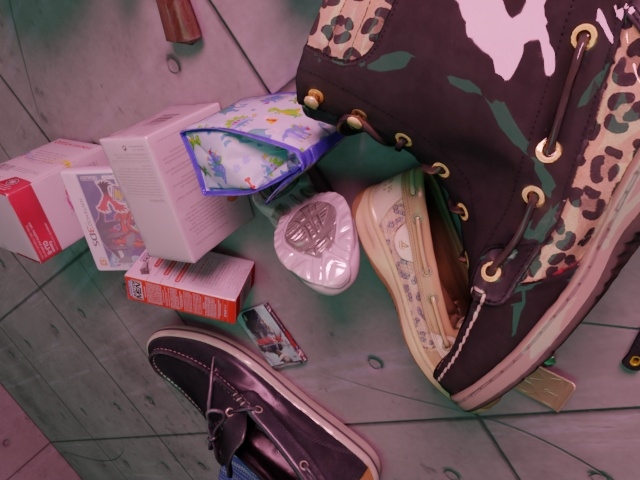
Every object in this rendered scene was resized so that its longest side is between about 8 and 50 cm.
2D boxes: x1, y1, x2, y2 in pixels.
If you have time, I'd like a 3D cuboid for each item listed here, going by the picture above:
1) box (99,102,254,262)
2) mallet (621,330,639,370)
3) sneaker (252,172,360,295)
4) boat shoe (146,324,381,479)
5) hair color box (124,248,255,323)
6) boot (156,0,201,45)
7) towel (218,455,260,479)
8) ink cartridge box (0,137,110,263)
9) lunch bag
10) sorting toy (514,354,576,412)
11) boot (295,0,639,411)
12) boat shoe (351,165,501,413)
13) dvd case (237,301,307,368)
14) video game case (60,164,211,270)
[{"bbox_3d":[-0.180,-0.077,0.674,0.091,0.130,0.171,6,123,33],"label":"box"},{"bbox_3d":[0.327,0.058,0.465,0.062,0.039,0.190,13,131,27],"label":"mallet"},{"bbox_3d":[0.000,0.000,0.584,0.115,0.090,0.232,57,-178,-33],"label":"sneaker"},{"bbox_3d":[-0.134,0.319,0.907,0.500,0.156,0.187,31,136,17],"label":"boat shoe"},{"bbox_3d":[-0.192,0.059,0.772,0.167,0.093,0.053,14,128,5],"label":"hair color box"},{"bbox_3d":[-0.195,-0.285,0.609,0.106,0.037,0.114,11,130,34],"label":"boot"},{"bbox_3d":[-0.131,0.557,1.154,0.243,0.040,0.336,31,134,16],"label":"towel"},{"bbox_3d":[-0.439,-0.072,0.839,0.128,0.176,0.127,14,130,30],"label":"ink cartridge box"},{"bbox_3d":[-0.047,-0.106,0.556,0.151,0.129,0.096,1,122,34],"label":"lunch bag"},{"bbox_3d":[0.262,0.159,0.596,0.062,0.012,0.083,29,137,24],"label":"sorting toy"},{"bbox_3d":[0.113,-0.059,0.430,0.284,0.138,0.378,33,127,18],"label":"boot"},{"bbox_3d":[0.135,0.060,0.555,0.089,0.104,0.285,-25,100,39],"label":"boat shoe"},{"bbox_3d":[-0.083,0.160,0.854,0.087,0.013,0.119,-23,105,44],"label":"dvd case"},{"bbox_3d":[-0.282,-0.031,0.803,0.201,0.023,0.184,-1,122,8],"label":"video game case"}]
